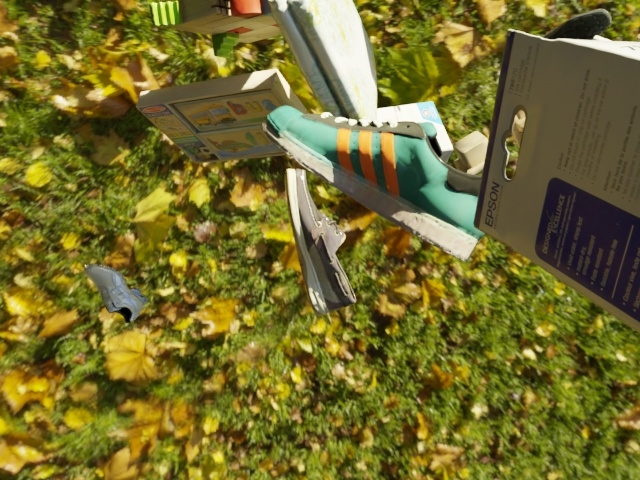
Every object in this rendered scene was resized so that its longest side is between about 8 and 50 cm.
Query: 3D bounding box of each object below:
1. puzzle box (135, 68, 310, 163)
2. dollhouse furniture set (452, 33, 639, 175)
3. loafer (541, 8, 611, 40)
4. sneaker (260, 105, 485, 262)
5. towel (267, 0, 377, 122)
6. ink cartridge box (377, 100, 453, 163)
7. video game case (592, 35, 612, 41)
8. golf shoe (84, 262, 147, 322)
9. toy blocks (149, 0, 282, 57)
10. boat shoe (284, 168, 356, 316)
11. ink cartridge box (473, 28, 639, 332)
[{"bbox_3d":[-0.224,-0.301,1.691,0.409,0.052,0.272,-2,152,28],"label":"puzzle box"},{"bbox_3d":[0.368,-0.073,0.690,0.356,0.303,0.173,-30,117,5],"label":"dollhouse furniture set"},{"bbox_3d":[0.612,-0.509,1.655,0.076,0.223,0.078,51,50,-14],"label":"loafer"},{"bbox_3d":[0.073,-0.099,0.793,0.302,0.108,0.121,32,97,16],"label":"sneaker"},{"bbox_3d":[0.019,-0.393,1.330,0.090,0.320,0.374,-15,132,21],"label":"towel"},{"bbox_3d":[0.178,-0.225,1.495,0.191,0.082,0.139,-11,63,-12],"label":"ink cartridge box"},{"bbox_3d":[0.708,-0.398,1.590,0.019,0.157,0.143,-42,149,-23],"label":"video game case"},{"bbox_3d":[-0.486,0.124,1.566,0.069,0.086,0.176,-21,129,35],"label":"golf shoe"},{"bbox_3d":[-0.157,-0.539,1.512,0.261,0.381,0.190,-4,95,33],"label":"toy blocks"},{"bbox_3d":[0.000,0.000,1.220,0.093,0.103,0.285,-13,106,1],"label":"boat shoe"},{"bbox_3d":[0.228,-0.016,0.394,0.065,0.333,0.165,-11,122,-26],"label":"ink cartridge box"}]
